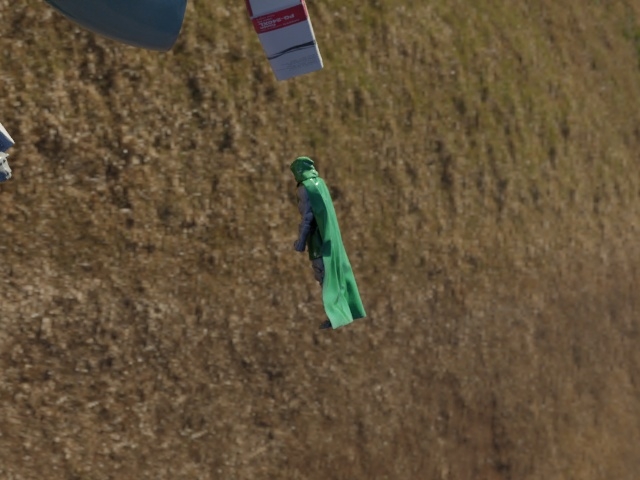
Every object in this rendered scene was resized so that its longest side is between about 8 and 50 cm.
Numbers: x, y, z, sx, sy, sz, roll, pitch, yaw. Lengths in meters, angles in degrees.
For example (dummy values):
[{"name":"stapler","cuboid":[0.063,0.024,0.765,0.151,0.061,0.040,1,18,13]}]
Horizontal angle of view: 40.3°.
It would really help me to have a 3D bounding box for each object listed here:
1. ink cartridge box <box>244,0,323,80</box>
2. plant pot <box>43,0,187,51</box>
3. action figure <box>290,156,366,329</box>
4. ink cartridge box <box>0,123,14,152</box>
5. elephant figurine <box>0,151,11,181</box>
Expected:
[{"name":"ink cartridge box","cuboid":[-0.049,-0.268,1.002,0.150,0.063,0.109,65,8,-71]},{"name":"plant pot","cuboid":[-0.299,-0.407,1.171,0.195,0.290,0.290,-1,93,-22]},{"name":"action figure","cuboid":[0.000,0.000,1.176,0.137,0.064,0.232,-5,83,-76]},{"name":"ink cartridge box","cuboid":[-0.599,-0.237,1.450,0.045,0.179,0.145,-42,149,-8]},{"name":"elephant figurine","cuboid":[-0.329,-0.145,0.550,0.186,0.169,0.239,70,-1,-59]}]
